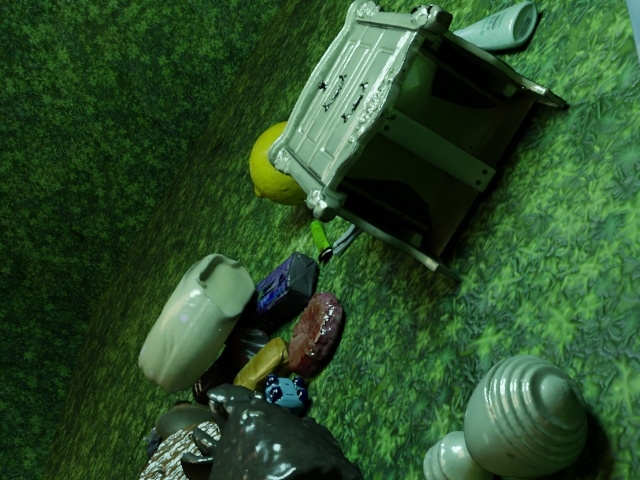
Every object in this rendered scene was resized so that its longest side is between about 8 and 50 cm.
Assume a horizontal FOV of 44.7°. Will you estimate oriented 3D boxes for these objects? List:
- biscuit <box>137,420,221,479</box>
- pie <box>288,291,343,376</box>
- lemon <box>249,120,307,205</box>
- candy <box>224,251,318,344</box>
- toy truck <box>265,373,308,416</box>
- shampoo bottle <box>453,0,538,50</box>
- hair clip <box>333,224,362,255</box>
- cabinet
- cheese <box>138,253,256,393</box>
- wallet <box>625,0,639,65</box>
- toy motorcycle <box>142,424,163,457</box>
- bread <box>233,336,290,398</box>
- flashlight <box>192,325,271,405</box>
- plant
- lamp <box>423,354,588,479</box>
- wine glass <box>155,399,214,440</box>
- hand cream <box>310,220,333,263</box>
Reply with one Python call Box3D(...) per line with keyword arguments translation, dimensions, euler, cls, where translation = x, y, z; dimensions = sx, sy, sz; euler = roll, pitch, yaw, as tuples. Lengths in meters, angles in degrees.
Box3D(translation=(-0.193, 0.382, 1.244), dimensions=(0.212, 0.212, 0.036), euler=(-86, -14, -47), cls="biscuit")
Box3D(translation=(-0.012, 0.149, 1.267), dimensions=(0.153, 0.038, 0.153), euler=(-52, 20, 29), cls="pie")
Box3D(translation=(-0.050, -0.156, 1.551), dimensions=(0.206, 0.173, 0.173), euler=(-32, 35, 38), cls="lemon")
Box3D(translation=(-0.106, 0.124, 1.498), dimensions=(0.312, 0.061, 0.088), euler=(-39, 29, 50), cls="candy")
Box3D(translation=(-0.062, 0.246, 1.248), dimensions=(0.136, 0.063, 0.074), euler=(-116, 36, -69), cls="toy truck")
Box3D(translation=(0.257, -0.316, 1.184), dimensions=(0.069, 0.041, 0.190), euler=(-69, 20, -1), cls="shampoo bottle")
Box3D(translation=(0.050, -0.021, 1.332), dimensions=(0.115, 0.039, 0.030), euler=(-51, 18, 36), cls="hair clip")
Box3D(translation=(0.110, -0.149, 1.067), dimensions=(0.290, 0.227, 0.318), euler=(-59, 20, 9), cls="cabinet")
Box3D(translation=(-0.229, 0.149, 1.430), dimensions=(0.233, 0.127, 0.266), euler=(-53, 4, 25), cls="cheese")
Box3D(translation=(0.371, -0.186, 0.705), dimensions=(0.170, 0.069, 0.231), euler=(-22, 46, 36), cls="wallet")
Box3D(translation=(-0.331, 0.450, 1.611), dimensions=(0.122, 0.082, 0.213), euler=(-31, 36, 54), cls="toy motorcycle")
Box3D(translation=(-0.098, 0.228, 1.347), dimensions=(0.132, 0.053, 0.074), euler=(-47, 25, 13), cls="bread")
Box3D(translation=(-0.172, 0.249, 1.484), dimensions=(0.232, 0.093, 0.093), euler=(-49, 24, 46), cls="flashlight")
Box3D(translation=(-0.066, 0.311, 0.976), dimensions=(0.188, 0.199, 0.276), euler=(-60, 26, -3), cls="plant")
Box3D(translation=(0.164, 0.181, 0.715), dimensions=(0.193, 0.106, 0.106), euler=(-54, 21, 43), cls="lamp")
Box3D(translation=(-0.235, 0.437, 1.325), dimensions=(0.143, 0.143, 0.321), euler=(-51, 25, 31), cls="wine glass")
Box3D(translation=(0.000, 0.000, 1.446), dimensions=(0.036, 0.023, 0.122), euler=(-45, 26, 14), cls="hand cream")
